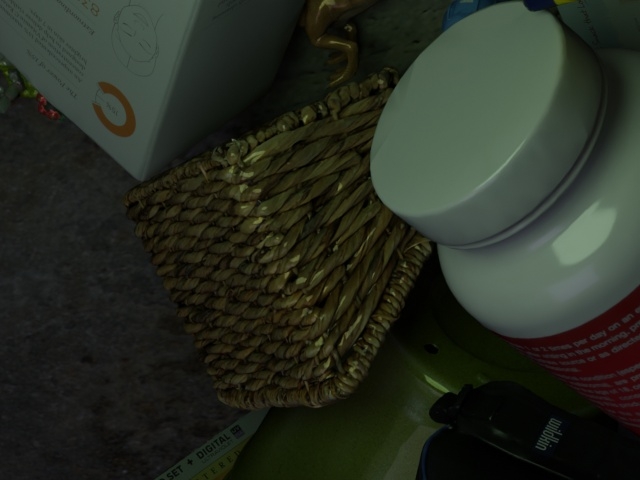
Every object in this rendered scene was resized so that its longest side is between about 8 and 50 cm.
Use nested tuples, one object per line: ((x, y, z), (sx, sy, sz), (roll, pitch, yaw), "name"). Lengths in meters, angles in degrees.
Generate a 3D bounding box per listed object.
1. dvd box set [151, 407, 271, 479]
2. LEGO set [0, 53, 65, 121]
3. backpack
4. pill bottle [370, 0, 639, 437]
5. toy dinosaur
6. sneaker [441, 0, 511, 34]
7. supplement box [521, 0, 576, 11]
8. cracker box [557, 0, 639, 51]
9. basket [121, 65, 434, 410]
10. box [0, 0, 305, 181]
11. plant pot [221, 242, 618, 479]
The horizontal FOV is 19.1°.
((-0.012, 0.384, 1.890), (0.420, 0.308, 0.062), (50, 140, 10), "dvd box set")
((-0.307, -0.160, 1.784), (0.287, 0.107, 0.132), (30, 141, 6), "LEGO set")
((0.190, 0.274, 1.419), (0.263, 0.276, 0.213), (6, 134, 9), "backpack")
((0.235, 0.007, 1.390), (0.408, 0.229, 0.229), (35, 146, -33), "pill bottle")
((0.007, -0.189, 1.568), (0.212, 0.064, 0.112), (-3, 127, 37), "toy dinosaur")
((0.149, -0.121, 1.530), (0.091, 0.126, 0.240), (7, 164, 20), "sneaker")
((0.264, -0.303, 1.166), (0.357, 0.194, 0.195), (-9, 124, 40), "supplement box")
((0.288, -0.181, 1.375), (0.232, 0.067, 0.155), (-3, 129, 36), "cracker box")
((0.000, 0.000, 1.596), (0.223, 0.213, 0.299), (64, 157, -3), "basket")
((-0.124, -0.251, 1.479), (0.215, 0.168, 0.345), (43, 143, 13), "box")
((0.108, 0.191, 1.694), (0.366, 0.366, 0.353), (27, 129, 9), "plant pot")
